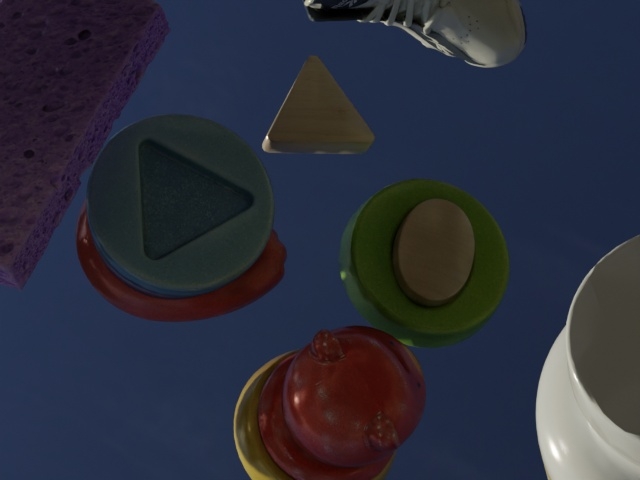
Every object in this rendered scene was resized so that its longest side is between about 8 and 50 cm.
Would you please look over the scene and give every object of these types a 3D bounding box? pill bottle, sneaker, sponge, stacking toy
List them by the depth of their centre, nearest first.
[{"bbox_3d":[0.128,0.071,0.527,0.103,0.184,0.103,-6,-120,11],"label":"pill bottle"},{"bbox_3d":[-0.191,-0.076,0.994,0.117,0.031,0.210,15,-117,24],"label":"sponge"},{"bbox_3d":[0.000,0.000,1.107,0.309,0.130,0.279,46,-115,5],"label":"stacking toy"},{"bbox_3d":[0.055,-0.206,1.308,0.235,0.094,0.153,42,-142,1],"label":"sneaker"}]
